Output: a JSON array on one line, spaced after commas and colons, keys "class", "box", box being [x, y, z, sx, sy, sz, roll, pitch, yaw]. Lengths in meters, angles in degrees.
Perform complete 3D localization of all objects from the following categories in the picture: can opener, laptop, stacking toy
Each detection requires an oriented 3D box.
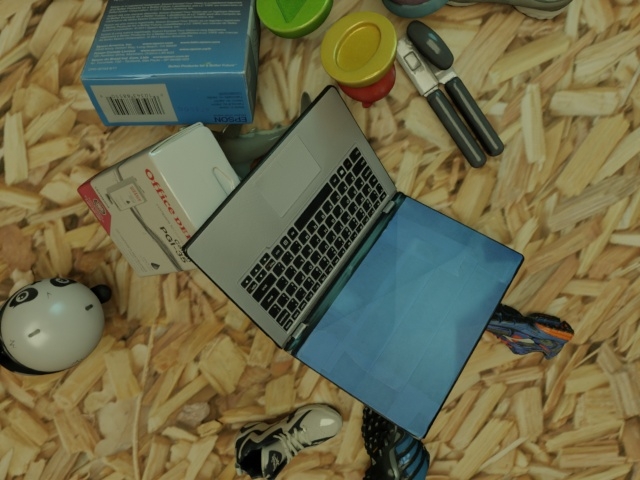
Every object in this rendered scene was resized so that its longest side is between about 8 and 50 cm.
[{"class": "can opener", "box": [0.232, -0.262, 0.926, 0.076, 0.095, 0.283, -34, 91, 9]}, {"class": "laptop", "box": [0.082, 0.021, 0.827, 0.382, 0.236, 0.408, -53, 126, -22]}, {"class": "stacking toy", "box": [0.065, -0.400, 0.871, 0.280, 0.130, 0.308, 33, 89, 22]}]

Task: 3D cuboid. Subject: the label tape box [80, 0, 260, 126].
[{"class": "label tape box", "box": [-0.233, -0.357, 0.886, 0.250, 0.347, 0.115, -1, 146, 1]}]

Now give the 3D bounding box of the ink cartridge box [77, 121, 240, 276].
[{"class": "ink cartridge box", "box": [-0.263, -0.057, 0.884, 0.283, 0.117, 0.207, -10, 116, 45]}]

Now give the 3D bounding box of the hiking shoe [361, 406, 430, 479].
[{"class": "hiking shoe", "box": [0.164, 0.425, 1.074, 0.132, 0.113, 0.303, 2, 95, -29]}]

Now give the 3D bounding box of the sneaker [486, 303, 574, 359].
[{"class": "sneaker", "box": [0.382, 0.184, 1.017, 0.222, 0.083, 0.087, 14, 109, 3]}]

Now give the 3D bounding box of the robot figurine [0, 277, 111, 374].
[{"class": "robot figurine", "box": [-0.519, 0.163, 0.967, 0.174, 0.278, 0.209, 26, 61, -31]}]

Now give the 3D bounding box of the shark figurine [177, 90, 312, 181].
[{"class": "shark figurine", "box": [-0.118, -0.165, 0.952, 0.279, 0.166, 0.116, -16, 74, -21]}]

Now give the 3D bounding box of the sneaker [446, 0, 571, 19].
[{"class": "sneaker", "box": [0.311, -0.454, 0.883, 0.272, 0.108, 0.100, 10, 103, 2]}]

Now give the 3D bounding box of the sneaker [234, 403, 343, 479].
[{"class": "sneaker", "box": [-0.069, 0.419, 1.040, 0.235, 0.153, 0.093, -9, 102, 4]}]
